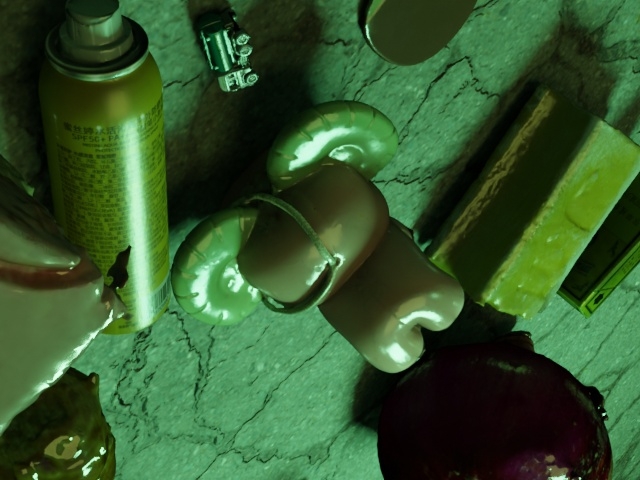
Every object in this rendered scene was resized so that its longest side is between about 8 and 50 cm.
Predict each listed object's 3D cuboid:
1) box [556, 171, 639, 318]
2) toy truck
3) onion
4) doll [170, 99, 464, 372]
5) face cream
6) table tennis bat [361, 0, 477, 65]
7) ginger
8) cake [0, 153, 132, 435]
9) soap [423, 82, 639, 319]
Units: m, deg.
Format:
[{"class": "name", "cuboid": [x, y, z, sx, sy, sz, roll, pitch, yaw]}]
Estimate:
[{"class": "box", "cuboid": [0.402, -0.014, 1.872, 0.220, 0.141, 0.064, -48, 149, 2]}, {"class": "toy truck", "cuboid": [-0.087, -0.176, 1.206, 0.044, 0.039, 0.083, -22, 142, -8]}, {"class": "onion", "cuboid": [0.261, 0.265, 1.911, 0.385, 0.347, 0.348, -71, 173, -48]}, {"class": "doll", "cuboid": [0.000, 0.000, 1.341, 0.284, 0.216, 0.268, -49, 142, 8]}, {"class": "face cream", "cuboid": [-0.188, -0.066, 1.143, 0.105, 0.105, 0.349, -28, 144, -27]}, {"class": "table tennis bat", "cuboid": [0.089, -0.264, 1.334, 0.154, 0.021, 0.274, -53, 150, 10]}, {"class": "ginger", "cuboid": [-0.348, 0.267, 1.294, 0.357, 0.152, 0.274, -39, 167, -12]}, {"class": "cake", "cuboid": [-0.360, 0.016, 0.838, 0.314, 0.307, 0.293, -49, 147, 3]}, {"class": "soap", "cuboid": [0.295, -0.043, 1.725, 0.259, 0.143, 0.281, 15, 109, -58]}]
